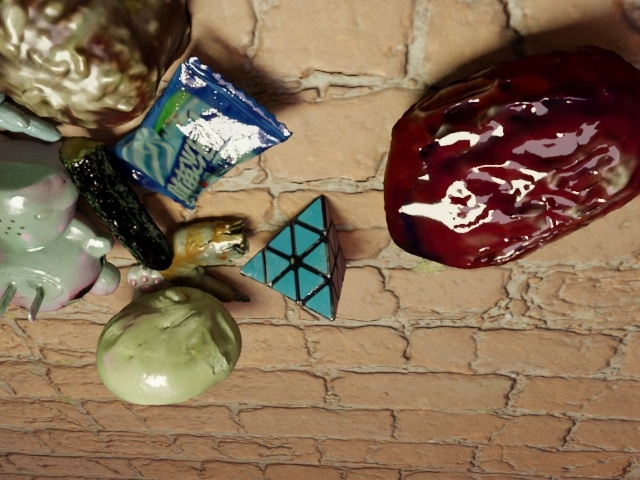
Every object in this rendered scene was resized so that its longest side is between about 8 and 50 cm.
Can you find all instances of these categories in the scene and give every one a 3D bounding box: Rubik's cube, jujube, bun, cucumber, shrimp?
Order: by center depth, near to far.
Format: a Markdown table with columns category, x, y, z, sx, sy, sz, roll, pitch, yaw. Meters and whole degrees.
| category | x | y | z | sx | sy | sz | roll | pitch | yaw |
| --- | --- | --- | --- | --- | --- | --- | --- | --- | --- |
| jujube | 0.251 | -0.105 | 0.935 | 0.376 | 0.258 | 0.258 | -25 | 134 | 26 |
| cucumber | -0.325 | -0.049 | 1.150 | 0.081 | 0.072 | 0.303 | 16 | 148 | 27 |
| Rubik's cube | 0.000 | 0.000 | 1.243 | 0.211 | 0.190 | 0.178 | 24 | 115 | 26 |
| bun | -0.289 | 0.173 | 1.327 | 0.283 | 0.283 | 0.179 | -2 | 111 | 11 |
| shrimp | -0.225 | 0.051 | 1.335 | 0.185 | 0.068 | 0.287 | 8 | 145 | 0 |

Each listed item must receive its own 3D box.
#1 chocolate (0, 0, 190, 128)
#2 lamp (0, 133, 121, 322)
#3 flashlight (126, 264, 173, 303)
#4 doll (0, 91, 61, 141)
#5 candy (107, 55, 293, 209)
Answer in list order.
| category | x | y | z | sx | sy | sz | roll | pitch | yaw |
| --- | --- | --- | --- | --- | --- | --- | --- | --- | --- |
| chocolate | -0.314 | -0.262 | 0.813 | 0.340 | 0.210 | 0.225 | 29 | 140 | -28 |
| lamp | -0.473 | 0.001 | 1.165 | 0.247 | 0.247 | 0.301 | 4 | 136 | -2 |
| flashlight | -0.358 | 0.113 | 1.450 | 0.093 | 0.048 | 0.200 | 12 | 142 | -15 |
| doll | -0.464 | -0.202 | 1.034 | 0.120 | 0.075 | 0.179 | 13 | 179 | 45 |
| candy | -0.195 | -0.143 | 1.061 | 0.187 | 0.077 | 0.331 | 32 | 141 | -26 |
